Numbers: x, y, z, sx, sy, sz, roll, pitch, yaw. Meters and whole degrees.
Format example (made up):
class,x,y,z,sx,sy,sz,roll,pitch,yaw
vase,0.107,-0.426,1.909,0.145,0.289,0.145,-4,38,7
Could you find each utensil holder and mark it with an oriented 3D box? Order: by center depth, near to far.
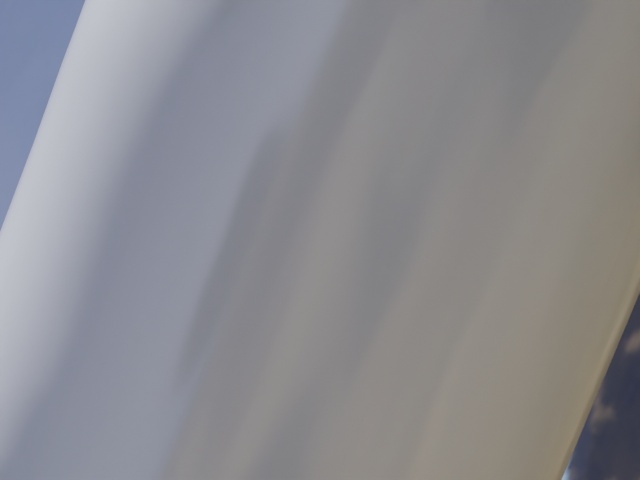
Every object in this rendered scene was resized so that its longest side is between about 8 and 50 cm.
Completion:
class,x,y,z,sx,sy,sz,roll,pitch,yaw
utensil holder,0.000,0.000,0.805,0.386,0.327,0.327,-70,-17,10
